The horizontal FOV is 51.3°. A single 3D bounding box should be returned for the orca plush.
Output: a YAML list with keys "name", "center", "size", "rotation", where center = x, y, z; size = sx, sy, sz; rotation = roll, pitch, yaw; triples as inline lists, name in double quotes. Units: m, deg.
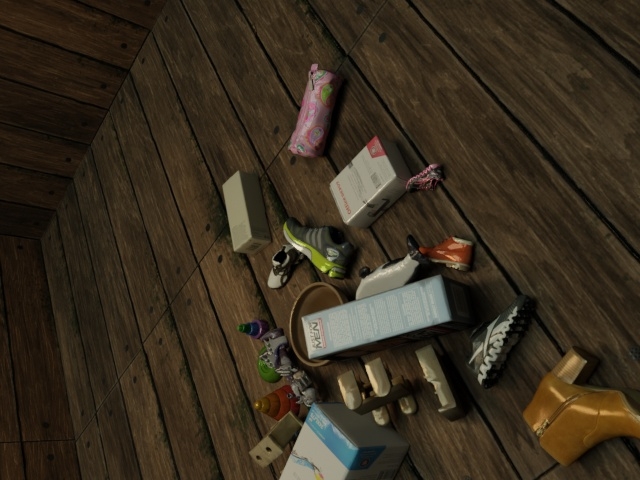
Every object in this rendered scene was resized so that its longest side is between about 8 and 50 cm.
- name: "orca plush"
  center: [0.190, 0.073, 1.759]
  size: [0.102, 0.151, 0.287]
  rotation: [-61, -4, -43]

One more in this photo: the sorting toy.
- name: "sorting toy"
  center: [-0.188, 0.405, 2.093]
  size: [0.127, 0.126, 0.365]
  rotation: [-46, 51, 32]

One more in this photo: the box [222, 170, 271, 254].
- name: "box"
  center: [-0.258, -0.096, 2.315]
  size: [0.113, 0.094, 0.275]
  rotation: [-35, 56, 38]

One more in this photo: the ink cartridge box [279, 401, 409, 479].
- name: "ink cartridge box"
  center: [0.054, 0.585, 1.719]
  size: [0.197, 0.198, 0.270]
  rotation: [36, 107, 46]

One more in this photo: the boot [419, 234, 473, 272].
- name: "boot"
  center: [0.313, 0.025, 1.672]
  size: [0.158, 0.059, 0.085]
  rotation: [13, 88, 41]

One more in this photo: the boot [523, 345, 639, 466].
- name: "boot"
  center: [0.543, 0.371, 1.304]
  size: [0.295, 0.104, 0.211]
  rotation: [48, 122, 49]

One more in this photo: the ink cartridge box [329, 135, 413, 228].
- name: "ink cartridge box"
  center: [0.142, -0.160, 1.879]
  size: [0.218, 0.092, 0.158]
  rotation: [-43, 52, 31]

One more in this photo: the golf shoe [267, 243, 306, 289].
- name: "golf shoe"
  center: [-0.131, 0.077, 2.131]
  size: [0.198, 0.094, 0.077]
  rotation: [-54, 47, 27]

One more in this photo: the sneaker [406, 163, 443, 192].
- name: "sneaker"
  center: [0.278, -0.152, 1.764]
  size: [0.119, 0.047, 0.057]
  rotation: [-38, 66, 38]

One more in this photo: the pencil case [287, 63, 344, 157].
- name: "pencil case"
  center: [-0.017, -0.402, 2.096]
  size: [0.124, 0.124, 0.284]
  rotation: [21, 98, 49]

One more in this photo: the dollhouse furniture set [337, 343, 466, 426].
- name: "dollhouse furniture set"
  center: [0.198, 0.383, 1.601]
  size: [0.242, 0.212, 0.161]
  rotation: [-27, 56, 11]

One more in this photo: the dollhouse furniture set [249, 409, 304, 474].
- name: "dollhouse furniture set"
  center: [-0.087, 0.628, 1.954]
  size: [0.184, 0.129, 0.129]
  rotation: [45, 129, 5]

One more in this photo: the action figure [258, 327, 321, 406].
- name: "action figure"
  center: [-0.088, 0.392, 1.957]
  size: [0.285, 0.099, 0.185]
  rotation: [47, 155, 46]

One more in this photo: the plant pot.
- name: "plant pot"
  center: [0.026, 0.241, 1.901]
  size: [0.237, 0.109, 0.237]
  rotation: [-15, 70, 47]

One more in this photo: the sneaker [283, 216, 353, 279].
- name: "sneaker"
  center: [0.000, 0.000, 2.008]
  size: [0.300, 0.111, 0.121]
  rotation: [40, 101, 40]

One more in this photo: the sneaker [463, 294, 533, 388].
- name: "sneaker"
  center: [0.394, 0.213, 1.514]
  size: [0.106, 0.078, 0.234]
  rotation: [38, 112, 43]

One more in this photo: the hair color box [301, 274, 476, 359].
- name: "hair color box"
  center: [0.164, 0.196, 1.617]
  size: [0.374, 0.185, 0.114]
  rotation: [-19, 70, 26]
